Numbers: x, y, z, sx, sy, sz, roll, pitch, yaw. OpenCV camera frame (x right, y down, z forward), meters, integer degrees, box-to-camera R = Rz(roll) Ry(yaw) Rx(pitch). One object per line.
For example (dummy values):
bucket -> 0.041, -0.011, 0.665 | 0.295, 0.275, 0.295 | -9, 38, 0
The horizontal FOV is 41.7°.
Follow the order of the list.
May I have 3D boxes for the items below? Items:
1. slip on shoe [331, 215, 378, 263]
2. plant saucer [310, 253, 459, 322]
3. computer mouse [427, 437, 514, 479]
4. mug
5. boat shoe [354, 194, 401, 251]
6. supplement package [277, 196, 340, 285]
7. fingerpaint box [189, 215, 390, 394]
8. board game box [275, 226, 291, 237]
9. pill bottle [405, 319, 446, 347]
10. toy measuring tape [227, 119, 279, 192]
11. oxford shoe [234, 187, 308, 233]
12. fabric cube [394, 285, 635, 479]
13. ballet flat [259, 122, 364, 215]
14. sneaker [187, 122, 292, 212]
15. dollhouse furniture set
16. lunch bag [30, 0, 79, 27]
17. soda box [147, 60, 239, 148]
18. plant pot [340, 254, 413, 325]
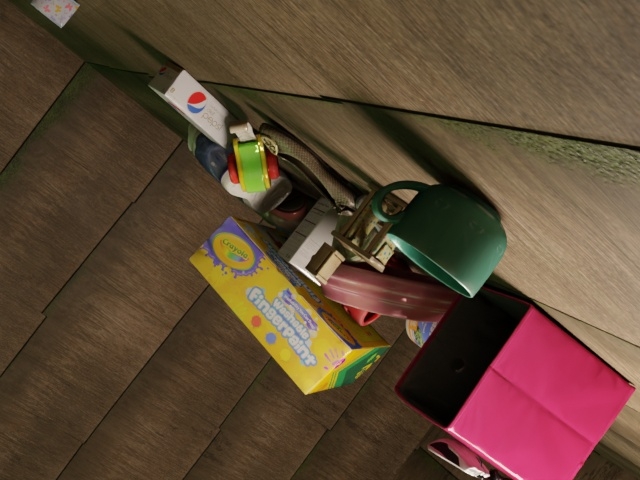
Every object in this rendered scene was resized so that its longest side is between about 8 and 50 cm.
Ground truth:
slip on shoe -> 0.092, -0.007, 1.734 | 0.101, 0.123, 0.331 | 13, 178, -6
plant saucer -> 0.136, 0.102, 1.755 | 0.332, 0.084, 0.332 | 13, -177, -1
computer mouse -> 0.272, 0.398, 1.515 | 0.106, 0.042, 0.193 | 31, 174, -41
mug -> 0.152, -0.014, 1.010 | 0.158, 0.097, 0.129 | 41, 175, -41
boat shoe -> 0.115, -0.035, 1.551 | 0.142, 0.049, 0.040 | 45, 179, -21
supplement package -> 0.000, 0.000, 2.012 | 0.105, 0.179, 0.105 | 40, 176, -21
fingerpaint box -> -0.069, 0.164, 2.120 | 0.445, 0.163, 0.371 | 47, -170, 16
board game box -> -0.034, -0.018, 2.459 | 0.160, 0.047, 0.210 | -5, -173, -12
pill bottle -> 0.323, 0.213, 1.829 | 0.152, 0.152, 0.272 | 40, 175, -38
toy measuring tape -> -0.148, -0.166, 1.785 | 0.121, 0.121, 0.330 | 37, 177, 4
oxford shoe -> -0.167, -0.112, 2.371 | 0.348, 0.123, 0.130 | 35, 149, 37
fabric cube -> 0.335, 0.264, 1.502 | 0.258, 0.259, 0.254 | 37, 175, -17
ballet flat -> -0.020, -0.126, 1.558 | 0.250, 0.058, 0.084 | 38, 176, -17
sneaker -> -0.211, -0.206, 2.105 | 0.236, 0.130, 0.323 | 51, -170, 19
dollhouse furniture set -> 0.094, 0.027, 1.423 | 0.101, 0.182, 0.161 | 35, 175, 33
lunch bag -> -0.595, -0.530, 1.880 | 0.083, 0.071, 0.053 | 37, -179, -35
soda box -> -0.262, -0.286, 1.789 | 0.074, 0.069, 0.216 | 33, 176, 42
plant pot -> 0.111, 0.090, 2.116 | 0.174, 0.191, 0.191 | 46, 179, 17
